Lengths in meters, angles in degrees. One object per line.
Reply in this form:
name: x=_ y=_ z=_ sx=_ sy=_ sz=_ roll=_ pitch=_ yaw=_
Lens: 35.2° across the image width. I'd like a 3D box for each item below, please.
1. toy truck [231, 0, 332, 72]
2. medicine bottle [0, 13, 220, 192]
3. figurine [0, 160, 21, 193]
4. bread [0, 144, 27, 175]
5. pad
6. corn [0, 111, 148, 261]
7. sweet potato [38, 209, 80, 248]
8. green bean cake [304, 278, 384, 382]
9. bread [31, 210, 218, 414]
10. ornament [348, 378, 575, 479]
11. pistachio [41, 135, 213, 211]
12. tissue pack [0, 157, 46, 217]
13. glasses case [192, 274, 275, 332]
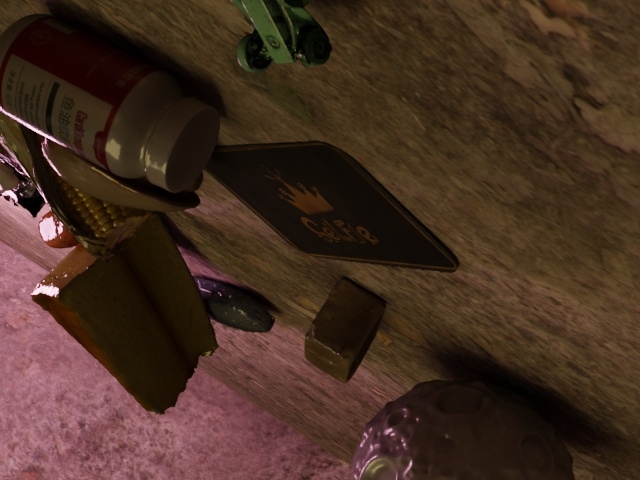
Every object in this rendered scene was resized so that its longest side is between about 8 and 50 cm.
toy truck: x=-0.042 y=-0.204 z=0.760 sx=0.080 sy=0.078 sz=0.154 roll=5 pitch=136 yaw=43
medicine bottle: x=-0.246 y=-0.155 z=1.143 sx=0.250 sy=0.131 sz=0.131 roll=28 pitch=163 yaw=16
figurine: x=-0.593 y=-0.079 z=1.584 sx=0.250 sy=0.141 sz=0.166 roll=5 pitch=149 yaw=50
bread: x=-0.408 y=-0.131 z=1.545 sx=0.274 sy=0.114 sz=0.184 roll=39 pitch=162 yaw=-15
pad: x=0.001 y=0.000 z=1.264 sx=0.315 sy=0.063 sz=0.375 roll=41 pitch=162 yaw=-27
corn: x=-0.354 y=-0.112 z=1.372 sx=0.305 sy=0.122 sz=0.123 roll=55 pitch=156 yaw=-2
sweet potato: x=-0.497 y=-0.040 z=2.021 sx=0.097 sy=0.097 sz=0.291 roll=37 pitch=155 yaw=-16
green bean cake: x=0.034 y=0.139 z=1.519 sx=0.085 sy=0.109 sz=0.179 roll=29 pitch=164 yaw=8
bread: x=-0.304 y=0.141 z=1.817 sx=0.362 sy=0.233 sz=0.245 roll=51 pitch=157 yaw=-19
ornament: x=0.206 y=0.365 z=1.491 sx=0.337 sy=0.337 sz=0.337 roll=29 pitch=163 yaw=10
pistachio: x=-0.246 y=-0.108 z=1.266 sx=0.215 sy=0.144 sz=0.144 roll=19 pitch=162 yaw=6
tissue pack: x=-0.588 y=-0.185 z=1.712 sx=0.332 sy=0.123 sz=0.245 roll=33 pitch=158 yaw=-12
glasses case: x=-0.195 y=0.123 z=1.967 sx=0.282 sy=0.067 sz=0.109 roll=10 pitch=154 yaw=50
